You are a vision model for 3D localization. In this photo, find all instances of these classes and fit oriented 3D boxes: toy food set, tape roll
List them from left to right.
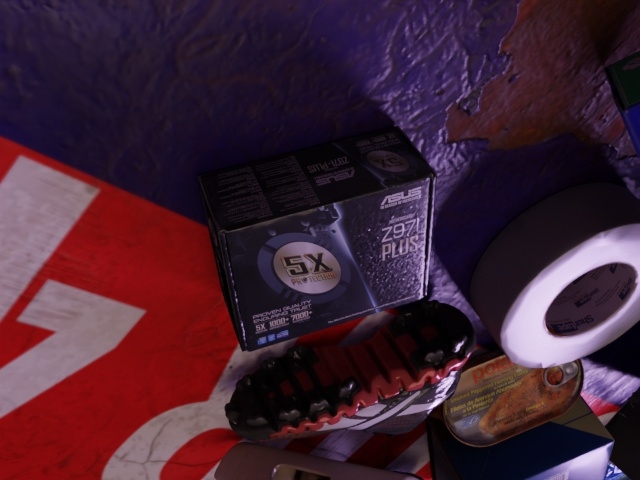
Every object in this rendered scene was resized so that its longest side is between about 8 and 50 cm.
[{"bbox_3d":[0.045,0.333,0.861,0.219,0.092,0.306,0,150,34],"label":"toy food set"},{"bbox_3d":[0.280,0.044,0.806,0.219,0.072,0.219,-14,135,-15],"label":"tape roll"}]

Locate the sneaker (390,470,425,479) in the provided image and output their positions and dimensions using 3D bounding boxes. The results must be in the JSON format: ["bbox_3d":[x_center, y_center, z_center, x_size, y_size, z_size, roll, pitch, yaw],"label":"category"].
[{"bbox_3d":[0.083,0.393,1.055,0.082,0.069,0.209,27,130,-4],"label":"sneaker"}]

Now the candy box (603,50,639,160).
[{"bbox_3d":[0.440,-0.082,0.589,0.317,0.122,0.268,-24,111,24],"label":"candy box"}]

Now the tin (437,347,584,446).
[{"bbox_3d":[0.236,0.185,0.908,0.189,0.040,0.106,-20,104,-7],"label":"tin"}]

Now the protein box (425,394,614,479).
[{"bbox_3d":[0.266,0.307,0.998,0.199,0.136,0.201,-20,136,-8],"label":"protein box"}]

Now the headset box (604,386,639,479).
[{"bbox_3d":[0.513,0.206,0.978,0.293,0.110,0.218,-12,138,-45],"label":"headset box"}]

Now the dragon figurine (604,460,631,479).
[{"bbox_3d":[0.490,0.354,1.188,0.289,0.085,0.144,-23,136,-4],"label":"dragon figurine"}]

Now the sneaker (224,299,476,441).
[{"bbox_3d":[0.038,0.165,0.782,0.276,0.098,0.135,-18,133,-12],"label":"sneaker"}]

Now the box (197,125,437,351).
[{"bbox_3d":[0.000,0.000,0.625,0.180,0.078,0.147,-15,135,-12],"label":"box"}]
